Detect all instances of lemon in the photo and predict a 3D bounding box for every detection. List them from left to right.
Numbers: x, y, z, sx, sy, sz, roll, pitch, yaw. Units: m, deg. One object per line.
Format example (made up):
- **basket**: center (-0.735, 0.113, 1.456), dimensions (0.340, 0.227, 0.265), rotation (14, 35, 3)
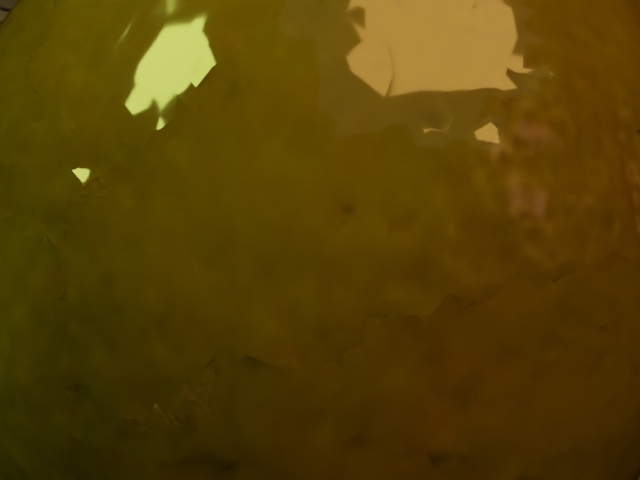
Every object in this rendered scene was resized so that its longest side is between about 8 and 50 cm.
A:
- **lemon**: center (0.000, 0.000, 0.479), dimensions (0.348, 0.348, 0.348), rotation (21, 30, -13)
